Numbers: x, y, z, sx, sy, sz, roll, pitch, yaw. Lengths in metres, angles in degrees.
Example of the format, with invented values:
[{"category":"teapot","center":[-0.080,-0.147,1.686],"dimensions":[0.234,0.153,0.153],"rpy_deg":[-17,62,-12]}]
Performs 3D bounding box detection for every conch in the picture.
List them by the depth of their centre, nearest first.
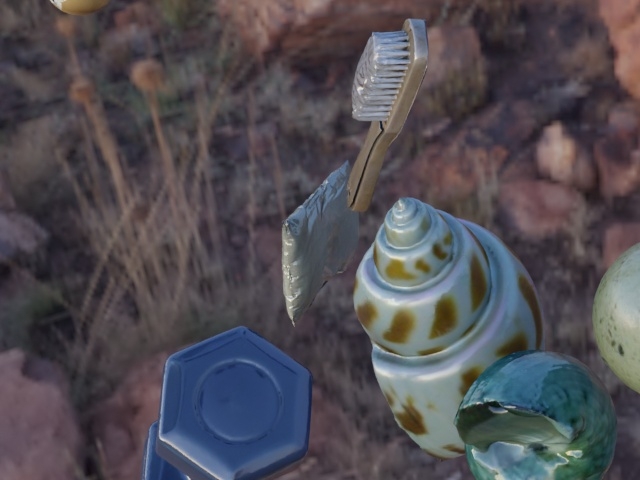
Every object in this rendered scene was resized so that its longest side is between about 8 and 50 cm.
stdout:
[{"category":"conch","center":[0.222,0.200,1.643],"dimensions":[0.196,0.202,0.134],"rpy_deg":[25,45,-10]},{"category":"conch","center":[0.146,0.093,1.811],"dimensions":[0.197,0.368,0.249],"rpy_deg":[-16,43,44]}]

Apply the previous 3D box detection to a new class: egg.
[{"category":"egg","center":[0.377,0.080,1.542],"dimensions":[0.177,0.177,0.228],"rpy_deg":[-33,18,-27]},{"category":"egg","center":[-0.308,-0.330,1.998],"dimensions":[0.080,0.080,0.096],"rpy_deg":[27,15,40]}]

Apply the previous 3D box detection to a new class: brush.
[{"category":"brush","center":[0.056,-0.134,1.762],"dimensions":[0.065,0.327,0.070],"rpy_deg":[0,58,-12]}]

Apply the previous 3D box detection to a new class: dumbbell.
[{"category":"dumbbell","center":[-0.101,0.204,1.531],"dimensions":[0.156,0.316,0.143],"rpy_deg":[-22,74,-19]}]

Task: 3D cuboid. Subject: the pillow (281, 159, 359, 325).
[{"category":"pillow","center":[0.000,0.000,2.007],"dimensions":[0.050,0.148,0.229],"rpy_deg":[2,23,19]}]
